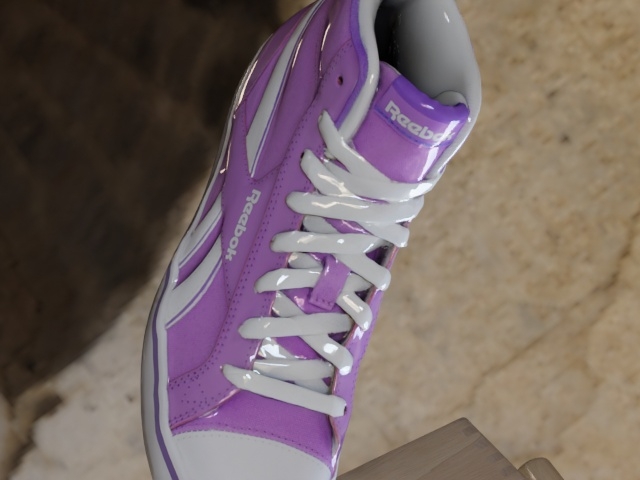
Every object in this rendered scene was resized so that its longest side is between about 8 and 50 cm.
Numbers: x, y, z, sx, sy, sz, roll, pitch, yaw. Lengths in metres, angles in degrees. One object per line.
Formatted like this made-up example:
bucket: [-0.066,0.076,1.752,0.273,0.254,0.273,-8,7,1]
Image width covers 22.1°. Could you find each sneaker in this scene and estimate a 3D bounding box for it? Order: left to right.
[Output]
sneaker: [-0.001,-0.001,0.739,0.102,0.282,0.161,17,-23,-22]

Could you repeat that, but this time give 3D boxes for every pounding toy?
pounding toy: [0.097,0.214,1.077,0.094,0.206,0.181,46,-33,39]
